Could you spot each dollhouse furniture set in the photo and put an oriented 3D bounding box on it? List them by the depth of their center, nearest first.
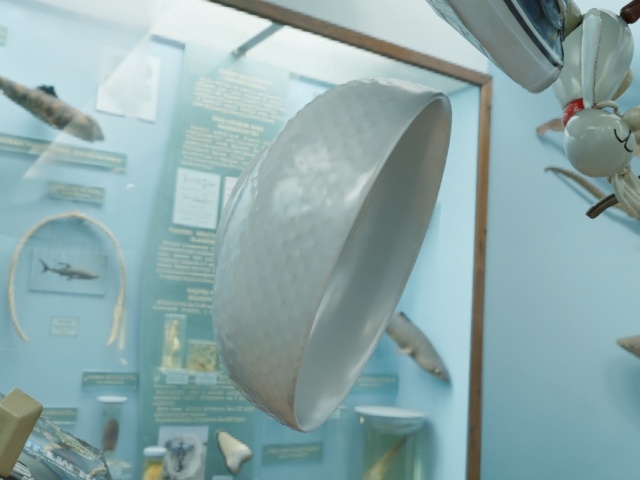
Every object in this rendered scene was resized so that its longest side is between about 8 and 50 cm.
[{"bbox_3d":[-0.234,0.185,0.551,0.091,0.114,0.081,27,1,13],"label":"dollhouse furniture set"}]

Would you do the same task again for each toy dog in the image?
[{"bbox_3d":[0.367,-0.212,0.834,0.220,0.333,0.161,23,-47,-35],"label":"toy dog"}]

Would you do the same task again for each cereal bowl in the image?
[{"bbox_3d":[0.000,0.000,0.650,0.141,0.338,0.339,23,0,18],"label":"cereal bowl"}]

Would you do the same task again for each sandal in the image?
[{"bbox_3d":[0.645,-0.097,1.360,0.219,0.060,0.090,-35,-11,21],"label":"sandal"}]

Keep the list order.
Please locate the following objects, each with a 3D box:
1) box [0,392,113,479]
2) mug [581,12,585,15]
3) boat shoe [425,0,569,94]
[{"bbox_3d":[-0.444,0.347,1.034,0.295,0.073,0.293,43,-12,-27],"label":"box"},{"bbox_3d":[0.502,-0.455,1.385,0.078,0.064,0.062,-21,48,-34],"label":"mug"},{"bbox_3d":[0.156,-0.211,0.540,0.121,0.119,0.335,49,20,21],"label":"boat shoe"}]
